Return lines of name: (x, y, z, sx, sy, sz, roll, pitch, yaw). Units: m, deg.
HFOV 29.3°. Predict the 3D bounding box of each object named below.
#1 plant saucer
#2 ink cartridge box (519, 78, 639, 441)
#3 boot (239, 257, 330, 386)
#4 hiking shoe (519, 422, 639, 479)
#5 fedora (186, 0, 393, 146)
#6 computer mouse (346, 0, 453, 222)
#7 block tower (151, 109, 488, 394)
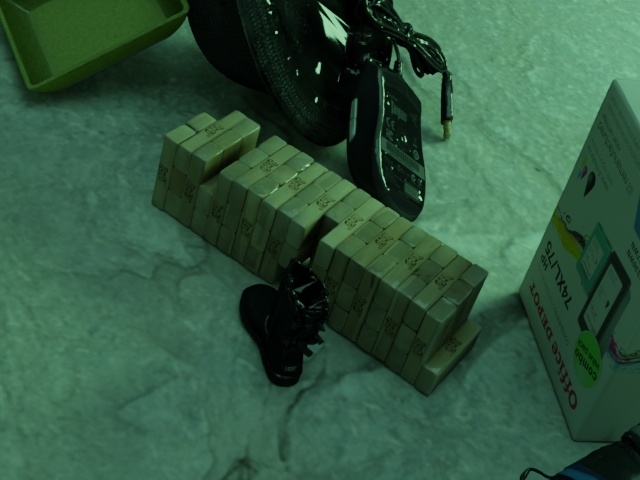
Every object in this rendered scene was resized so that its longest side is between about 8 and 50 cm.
plant saucer: (-0.246, -0.247, 1.329, 0.188, 0.045, 0.188, -27, 52, -3)
ink cartridge box: (0.332, 0.025, 1.103, 0.197, 0.270, 0.198, 2, 43, -14)
boot: (-0.032, 0.057, 1.073, 0.045, 0.099, 0.121, -2, 45, -22)
hiking shoe: (0.275, 0.294, 0.940, 0.132, 0.113, 0.304, -24, 56, 1)
fedora: (-0.050, -0.261, 1.308, 0.152, 0.334, 0.334, 1, 33, 30)
computer mouse: (0.085, -0.125, 1.328, 0.184, 0.060, 0.262, 25, 56, -50)
block tower: (0.000, 0.000, 1.152, 0.335, 0.097, 0.091, 35, 45, 17)
